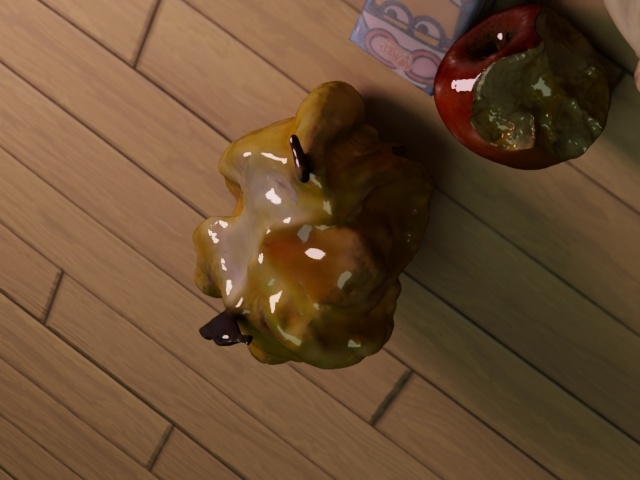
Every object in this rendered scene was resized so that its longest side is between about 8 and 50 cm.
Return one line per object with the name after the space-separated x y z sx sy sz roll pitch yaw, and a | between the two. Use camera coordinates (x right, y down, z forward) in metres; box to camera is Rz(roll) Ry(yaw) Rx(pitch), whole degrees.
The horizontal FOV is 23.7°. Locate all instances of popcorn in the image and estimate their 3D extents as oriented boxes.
0.000 0.000 1.732 0.316 0.281 0.297 -37 67 33 | popcorn

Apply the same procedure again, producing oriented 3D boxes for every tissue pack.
0.109 -0.243 1.582 0.115 0.065 0.155 37 138 9 | tissue pack

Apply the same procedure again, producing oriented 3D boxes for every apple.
0.203 -0.147 1.528 0.147 0.156 0.158 3 140 53 | apple

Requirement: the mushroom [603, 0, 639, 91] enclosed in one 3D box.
0.351 -0.227 1.224 0.315 0.315 0.356 40 118 3 | mushroom
